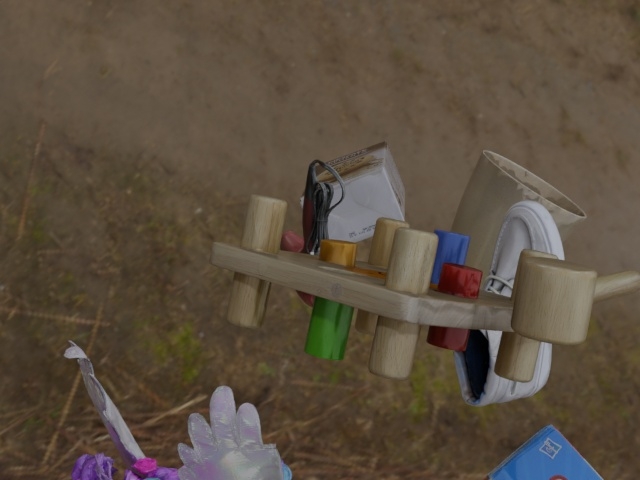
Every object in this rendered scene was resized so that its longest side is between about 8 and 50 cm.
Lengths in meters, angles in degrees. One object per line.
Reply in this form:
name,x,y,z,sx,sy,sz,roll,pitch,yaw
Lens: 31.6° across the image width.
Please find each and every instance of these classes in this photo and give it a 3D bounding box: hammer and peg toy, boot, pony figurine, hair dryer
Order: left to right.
pony figurine,-0.187,0.317,1.285,0.363,0.303,0.351,-49,140,-29
hair dryer,0.000,0.000,1.833,0.080,0.293,0.223,-2,81,-22
hammer and peg toy,0.109,0.057,1.014,0.266,0.361,0.127,8,94,-47
boot,0.230,0.083,1.414,0.123,0.095,0.258,-9,103,-41

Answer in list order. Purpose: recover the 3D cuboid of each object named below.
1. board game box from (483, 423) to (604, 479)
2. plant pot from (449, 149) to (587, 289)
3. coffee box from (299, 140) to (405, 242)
board game box,0.287,0.360,1.187,0.086,0.302,0.308,-38,75,-13
plant pot,0.378,-0.010,2.400,0.257,0.274,0.256,30,16,-9
coffee box,0.067,-0.089,2.179,0.297,0.168,0.118,-75,143,-75
